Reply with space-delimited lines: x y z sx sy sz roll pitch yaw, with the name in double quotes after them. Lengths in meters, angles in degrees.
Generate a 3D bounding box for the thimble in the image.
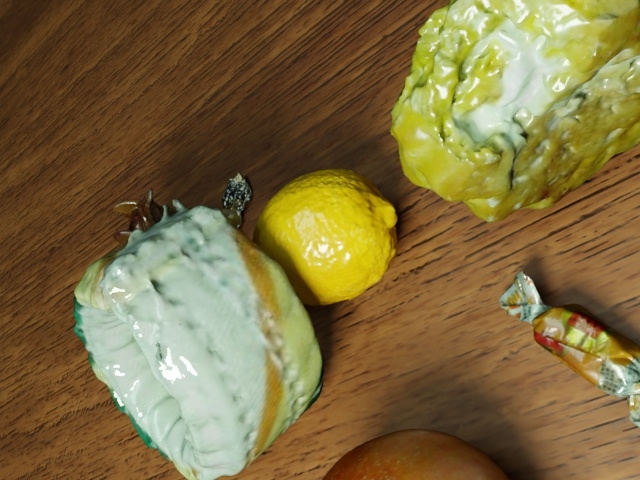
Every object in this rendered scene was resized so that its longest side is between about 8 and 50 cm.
-0.131 0.104 0.779 0.254 0.167 0.288 30 141 34 "thimble"

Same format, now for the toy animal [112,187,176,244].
-0.234 -0.002 0.994 0.179 0.188 0.089 -15 55 1 "toy animal"

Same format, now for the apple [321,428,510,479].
0.078 0.274 0.600 0.210 0.173 0.235 -53 48 16 "apple"

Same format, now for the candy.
0.217 0.085 0.627 0.182 0.046 0.053 43 107 41 "candy"

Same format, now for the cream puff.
0.164 -0.151 0.609 0.282 0.281 0.185 -40 59 26 "cream puff"

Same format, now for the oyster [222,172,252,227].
-0.120 -0.052 1.013 0.054 0.019 0.083 13 84 45 "oyster"

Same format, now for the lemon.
0.000 0.000 0.797 0.187 0.142 0.142 -32 55 30 "lemon"
